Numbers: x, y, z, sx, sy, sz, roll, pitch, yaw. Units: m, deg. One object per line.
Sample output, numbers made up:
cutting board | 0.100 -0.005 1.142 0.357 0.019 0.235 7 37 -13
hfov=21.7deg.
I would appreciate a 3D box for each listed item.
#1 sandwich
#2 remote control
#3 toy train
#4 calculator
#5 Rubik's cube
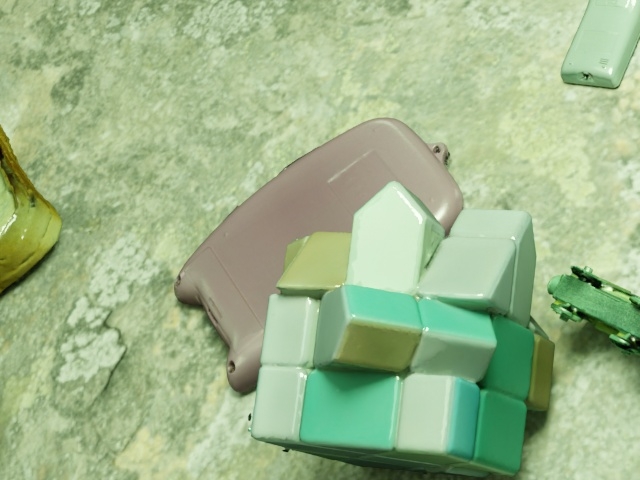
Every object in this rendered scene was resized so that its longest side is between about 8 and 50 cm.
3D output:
sandwich | -0.407 0.002 1.780 0.251 0.087 0.226 -44 46 3
remote control | 0.272 -0.216 1.539 0.061 0.029 0.162 10 66 38
toy train | 0.240 0.060 1.342 0.122 0.081 0.050 28 96 41
calculator | -0.001 -0.001 1.559 0.294 0.043 0.194 -38 47 3
Rubik's cube | 0.062 0.072 1.334 0.224 0.265 0.213 2 78 30
